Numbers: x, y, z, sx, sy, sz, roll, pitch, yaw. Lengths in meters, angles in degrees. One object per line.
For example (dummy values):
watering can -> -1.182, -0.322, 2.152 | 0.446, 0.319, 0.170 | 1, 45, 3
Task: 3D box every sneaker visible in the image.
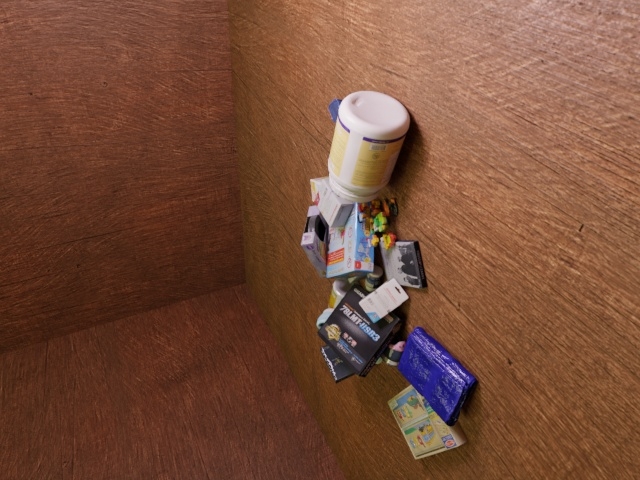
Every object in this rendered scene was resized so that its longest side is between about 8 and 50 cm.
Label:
sneaker -> 0.273, 0.401, 1.882 | 0.319, 0.112, 0.131 | 46, 127, 45
sneaker -> 0.130, 0.478, 2.003 | 0.365, 0.150, 0.135 | 33, 120, 16

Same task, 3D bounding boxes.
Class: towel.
towel -> 0.409, 0.494, 1.563 | 0.308, 0.076, 0.228 | 45, 126, 49

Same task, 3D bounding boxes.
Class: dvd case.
dvd case -> 0.315, 0.088, 1.653 | 0.238, 0.029, 0.180 | 1, 105, 67

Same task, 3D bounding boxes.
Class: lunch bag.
lunch bag -> 0.086, -0.532, 1.756 | 0.067, 0.065, 0.099 | -32, 73, 50

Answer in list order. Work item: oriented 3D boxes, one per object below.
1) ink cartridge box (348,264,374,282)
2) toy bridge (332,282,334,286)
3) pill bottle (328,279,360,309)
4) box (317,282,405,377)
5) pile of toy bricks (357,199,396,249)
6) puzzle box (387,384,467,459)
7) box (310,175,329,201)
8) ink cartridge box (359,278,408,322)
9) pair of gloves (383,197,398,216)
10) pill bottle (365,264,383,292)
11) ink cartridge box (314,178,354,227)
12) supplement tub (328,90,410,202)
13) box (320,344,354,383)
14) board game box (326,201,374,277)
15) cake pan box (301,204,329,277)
ink cartridge box -> 0.181, 0.141, 1.918 | 0.052, 0.088, 0.122 | 67, 155, 18
toy bridge -> 0.113, 0.185, 2.137 | 0.026, 0.063, 0.188 | 65, 154, 23
pill bottle -> 0.112, 0.299, 2.114 | 0.136, 0.136, 0.246 | 59, 152, 34
box -> 0.168, 0.380, 1.840 | 0.293, 0.073, 0.295 | -54, 48, 3
pile of toy bricks -> 0.225, -0.075, 1.648 | 0.105, 0.118, 0.212 | -40, 56, 57
puzzle box -> 0.428, 0.747, 1.774 | 0.272, 0.052, 0.409 | 62, 154, 26
box -> 0.044, -0.227, 1.991 | 0.203, 0.103, 0.114 | 32, 132, 58
ink cartridge box -> 0.260, 0.239, 1.726 | 0.104, 0.180, 0.060 | 53, -165, 6
pair of gloves -> 0.271, -0.128, 1.643 | 0.083, 0.010, 0.074 | 12, 120, 64
pill bottle -> 0.231, 0.172, 1.852 | 0.067, 0.067, 0.120 | 54, 150, 40
ink cartridge box -> 0.054, -0.157, 1.795 | 0.175, 0.072, 0.128 | 59, 140, 36
supplement tub -> 0.156, -0.320, 1.495 | 0.241, 0.240, 0.331 | 60, 153, 32
box -> 0.139, 0.569, 2.096 | 0.059, 0.232, 0.183 | 87, 158, -56
board game box -> 0.126, 0.003, 1.835 | 0.308, 0.086, 0.302 | 154, 121, -67
cake pan box -> 0.000, 0.000, 1.996 | 0.246, 0.070, 0.267 | -80, -28, -41
